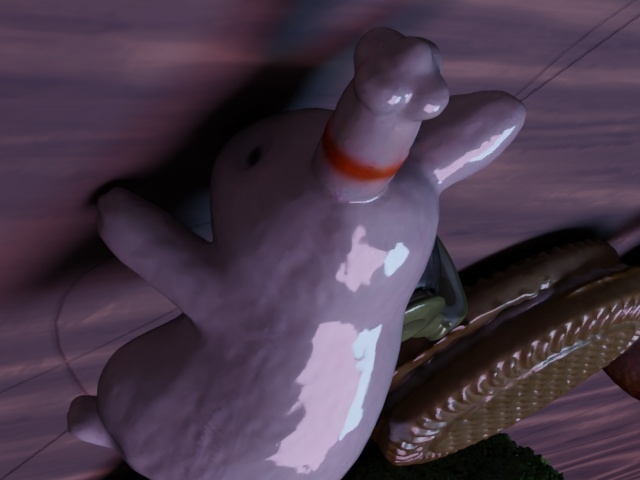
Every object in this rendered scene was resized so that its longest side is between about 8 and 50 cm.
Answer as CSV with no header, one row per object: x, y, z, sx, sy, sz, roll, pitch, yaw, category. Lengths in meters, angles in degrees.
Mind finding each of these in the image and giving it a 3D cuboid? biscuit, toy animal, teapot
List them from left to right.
-0.013,-0.002,0.911,0.140,0.138,0.282,-23,140,-49,toy animal
0.038,0.012,1.063,0.124,0.090,0.092,-18,161,-33,teapot
0.133,0.083,1.442,0.259,0.079,0.259,-28,164,-8,biscuit

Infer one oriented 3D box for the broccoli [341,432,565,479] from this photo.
0.088,0.337,1.738,0.310,0.321,0.413,-6,-173,44,broccoli

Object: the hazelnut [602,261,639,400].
0.294,0.067,1.581,0.154,0.143,0.143,-16,166,15,hazelnut
